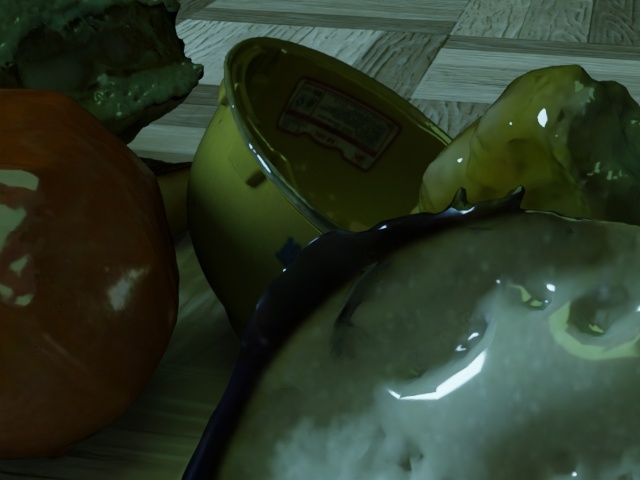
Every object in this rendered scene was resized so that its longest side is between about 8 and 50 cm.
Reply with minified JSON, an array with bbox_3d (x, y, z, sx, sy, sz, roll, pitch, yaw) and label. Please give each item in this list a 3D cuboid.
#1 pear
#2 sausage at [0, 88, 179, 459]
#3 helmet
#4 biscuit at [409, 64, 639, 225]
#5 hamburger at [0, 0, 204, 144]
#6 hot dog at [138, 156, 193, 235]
[{"bbox_3d":[0.092,0.125,0.440,0.267,0.266,0.178,15,-6,33],"label":"pear"},{"bbox_3d":[-0.157,0.014,0.737,0.141,0.153,0.268,40,10,-18],"label":"sausage"},{"bbox_3d":[0.000,0.000,0.816,0.205,0.140,0.257,30,25,-14],"label":"helmet"},{"bbox_3d":[0.186,0.055,0.554,0.335,0.078,0.329,20,-15,15],"label":"biscuit"},{"bbox_3d":[-0.225,-0.093,1.003,0.211,0.132,0.309,-29,5,30],"label":"hamburger"},{"bbox_3d":[-0.133,-0.023,0.996,0.090,0.060,0.140,9,14,32],"label":"hot dog"}]
